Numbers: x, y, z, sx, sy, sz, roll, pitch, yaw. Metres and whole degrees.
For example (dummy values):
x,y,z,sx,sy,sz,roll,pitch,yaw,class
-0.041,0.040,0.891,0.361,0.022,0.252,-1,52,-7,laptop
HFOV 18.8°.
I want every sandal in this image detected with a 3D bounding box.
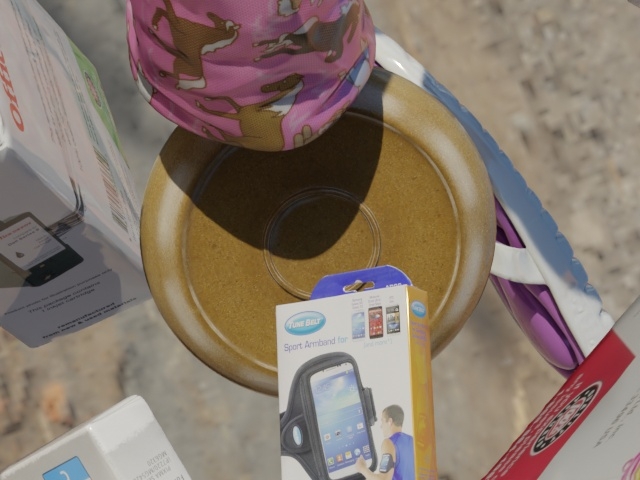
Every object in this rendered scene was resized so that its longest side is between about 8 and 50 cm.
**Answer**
x,y,z,sx,sy,sz,roll,pitch,yaw,class
0.115,-0.012,1.607,0.416,0.102,0.169,51,-13,-15,sandal

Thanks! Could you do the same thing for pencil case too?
x,y,z,sx,sy,sz,roll,pitch,yaw,class
-0.053,-0.212,1.027,0.167,0.160,0.386,-58,159,-29,pencil case

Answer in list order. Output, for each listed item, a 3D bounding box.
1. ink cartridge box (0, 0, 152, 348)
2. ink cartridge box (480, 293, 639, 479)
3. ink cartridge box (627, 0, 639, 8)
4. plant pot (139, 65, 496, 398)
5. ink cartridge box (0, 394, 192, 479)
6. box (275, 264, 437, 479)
x,y,z,sx,sy,sz,roll,pitch,yaw,class
-0.233,-0.077,1.336,0.289,0.121,0.211,52,16,-64,ink cartridge box
0.198,0.042,0.586,0.131,0.306,0.226,48,65,-5,ink cartridge box
0.341,-0.243,1.618,0.090,0.143,0.092,24,66,-20,ink cartridge box
0.000,0.000,1.258,0.236,0.236,0.032,62,4,-17,plant pot
-0.174,0.288,1.592,0.066,0.296,0.261,-33,91,-42,ink cartridge box
0.018,0.080,1.004,0.028,0.081,0.136,17,66,-58,box
